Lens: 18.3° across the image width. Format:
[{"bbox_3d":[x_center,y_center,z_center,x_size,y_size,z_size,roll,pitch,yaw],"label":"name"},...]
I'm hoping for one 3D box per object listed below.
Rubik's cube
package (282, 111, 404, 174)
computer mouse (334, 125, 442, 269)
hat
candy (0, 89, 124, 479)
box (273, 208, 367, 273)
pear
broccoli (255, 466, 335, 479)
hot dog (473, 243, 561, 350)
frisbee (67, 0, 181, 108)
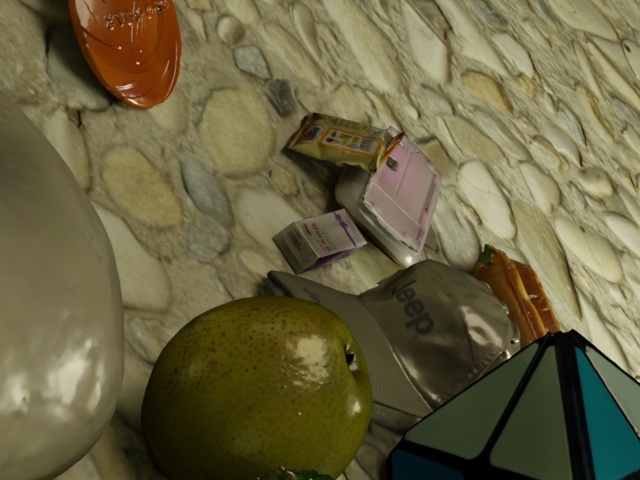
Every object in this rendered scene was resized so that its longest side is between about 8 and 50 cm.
[{"bbox_3d":[0.228,0.278,1.880,0.248,0.246,0.250,36,31,-27],"label":"Rubik's cube"},{"bbox_3d":[0.026,-0.111,2.230,0.120,0.031,0.108,14,26,9],"label":"package"},{"bbox_3d":[0.079,-0.046,2.264,0.126,0.056,0.245,43,27,-12],"label":"computer mouse"},{"bbox_3d":[0.083,0.073,1.995,0.244,0.149,0.214,37,13,-51],"label":"hat"},{"bbox_3d":[-0.309,0.016,1.435,0.386,0.186,0.427,58,31,3],"label":"candy"},{"bbox_3d":[0.000,0.000,2.103,0.051,0.036,0.117,57,28,11],"label":"box"},{"bbox_3d":[-0.054,0.139,1.670,0.198,0.198,0.198,38,29,-26],"label":"pear"},{"bbox_3d":[-0.043,0.292,1.482,0.269,0.269,0.254,22,34,-46],"label":"broccoli"},{"bbox_3d":[0.244,0.119,2.304,0.115,0.072,0.269,24,36,-42],"label":"hot dog"},{"bbox_3d":[-0.190,-0.229,2.014,0.192,0.035,0.192,34,50,-52],"label":"frisbee"}]
